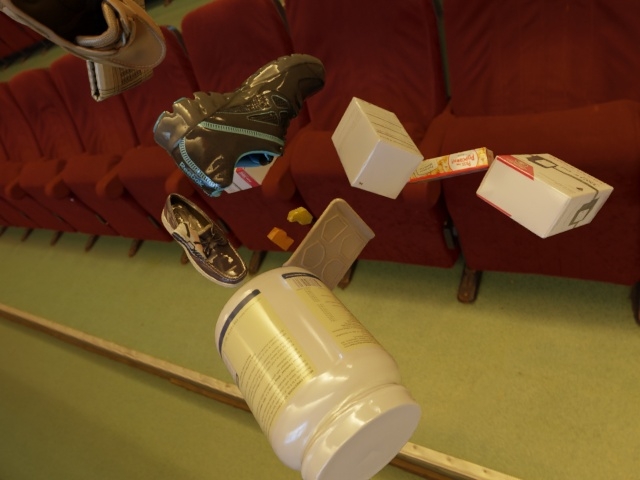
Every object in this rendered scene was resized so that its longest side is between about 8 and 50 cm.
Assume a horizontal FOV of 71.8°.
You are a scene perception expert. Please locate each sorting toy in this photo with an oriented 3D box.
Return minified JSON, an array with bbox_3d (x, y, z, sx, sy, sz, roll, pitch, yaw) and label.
[{"bbox_3d":[0.000,0.000,1.141,0.229,0.307,0.041,-51,47,-2],"label":"sorting toy"}]

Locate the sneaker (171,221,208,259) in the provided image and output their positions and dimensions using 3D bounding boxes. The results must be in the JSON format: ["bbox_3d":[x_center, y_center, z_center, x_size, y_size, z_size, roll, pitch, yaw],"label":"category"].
[{"bbox_3d":[-0.276,0.002,0.967,0.040,0.109,0.044,5,54,30],"label":"sneaker"}]

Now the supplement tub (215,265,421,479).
[{"bbox_3d":[-0.014,0.222,0.748,0.235,0.235,0.325,-42,49,-4],"label":"supplement tub"}]

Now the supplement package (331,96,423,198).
[{"bbox_3d":[0.106,-0.184,0.874,0.105,0.105,0.179,-57,31,33],"label":"supplement package"}]

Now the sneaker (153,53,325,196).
[{"bbox_3d":[-0.100,-0.194,0.729,0.341,0.139,0.125,-40,8,-32],"label":"sneaker"}]

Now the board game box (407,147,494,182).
[{"bbox_3d":[0.298,-0.173,1.038,0.193,0.147,0.045,-9,93,28],"label":"board game box"}]

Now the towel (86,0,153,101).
[{"bbox_3d":[-0.528,-0.565,1.171,0.056,0.324,0.312,8,31,4],"label":"towel"}]

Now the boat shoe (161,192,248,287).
[{"bbox_3d":[-0.287,-0.003,1.081,0.103,0.092,0.285,-38,76,-26],"label":"boat shoe"}]

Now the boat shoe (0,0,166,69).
[{"bbox_3d":[-0.346,-0.324,0.671,0.110,0.341,0.121,39,107,13],"label":"boat shoe"}]

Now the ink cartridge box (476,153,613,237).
[{"bbox_3d":[0.483,-0.105,0.951,0.172,0.237,0.100,44,129,35],"label":"ink cartridge box"}]

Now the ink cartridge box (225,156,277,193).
[{"bbox_3d":[-0.167,-0.166,0.978,0.135,0.056,0.099,-5,52,48],"label":"ink cartridge box"}]
